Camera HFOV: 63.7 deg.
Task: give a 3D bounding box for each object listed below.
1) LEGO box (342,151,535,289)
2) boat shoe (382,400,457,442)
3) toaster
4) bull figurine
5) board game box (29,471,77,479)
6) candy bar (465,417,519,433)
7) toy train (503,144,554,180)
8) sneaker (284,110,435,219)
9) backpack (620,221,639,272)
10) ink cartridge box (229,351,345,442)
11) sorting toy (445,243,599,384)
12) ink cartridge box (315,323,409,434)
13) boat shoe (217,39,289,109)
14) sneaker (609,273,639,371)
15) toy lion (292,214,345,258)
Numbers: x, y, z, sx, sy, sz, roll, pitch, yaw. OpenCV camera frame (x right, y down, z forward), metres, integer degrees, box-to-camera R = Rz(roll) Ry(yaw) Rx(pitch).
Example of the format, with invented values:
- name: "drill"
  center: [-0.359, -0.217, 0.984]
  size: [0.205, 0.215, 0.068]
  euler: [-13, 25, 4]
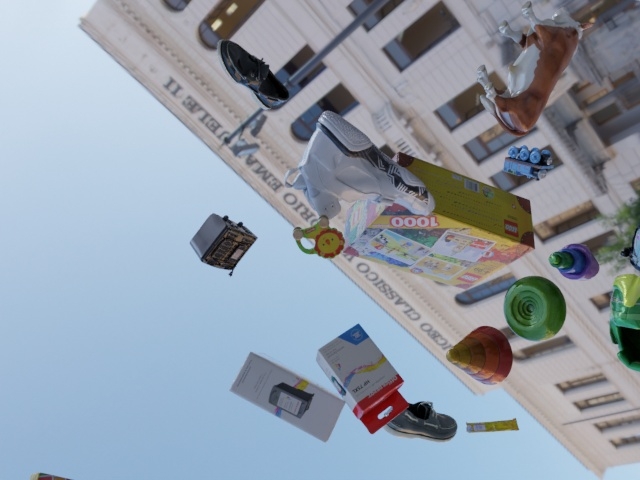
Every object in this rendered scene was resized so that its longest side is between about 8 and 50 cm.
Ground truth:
- name: "LEGO box"
  center: [0.379, -0.045, 1.715]
  size: [0.500, 0.372, 0.193]
  euler: [17, -122, -15]
- name: "boat shoe"
  center: [0.332, 0.565, 1.633]
  size: [0.320, 0.099, 0.116]
  euler: [16, -171, -33]
- name: "toaster"
  center: [-0.334, 0.012, 1.767]
  size: [0.110, 0.185, 0.168]
  euler: [46, -168, 34]
- name: "bull figurine"
  center: [0.456, -0.385, 1.107]
  size: [0.188, 0.101, 0.310]
  euler: [24, -92, -22]
- name: "board game box"
  center: [-0.530, 0.593, 0.981]
  size: [0.124, 0.039, 0.259]
  euler: [44, -143, -43]
- name: "candy bar"
  center: [0.537, 0.584, 1.620]
  size: [0.018, 0.162, 0.040]
  euler: [-19, -84, -68]
- name: "toy train"
  center: [0.734, -0.275, 1.821]
  size: [0.080, 0.184, 0.105]
  euler: [-10, -66, -26]
- name: "sneaker"
  center: [0.093, -0.123, 1.228]
  size: [0.366, 0.210, 0.137]
  euler: [34, -169, -24]
- name: "backpack"
  center: [0.767, -0.007, 1.130]
  size: [0.115, 0.152, 0.182]
  euler: [59, 180, 38]
- name: "ink cartridge box"
  center: [-0.085, 0.450, 1.506]
  size: [0.306, 0.226, 0.131]
  euler: [25, -101, 9]
- name: "sorting toy"
  center: [0.357, 0.143, 0.975]
  size: [0.126, 0.365, 0.127]
  euler: [7, -140, -35]
- name: "ink cartridge box"
  center: [0.108, 0.339, 1.272]
  size: [0.134, 0.078, 0.231]
  euler: [-30, -115, -23]
- name: "boat shoe"
  center: [-0.210, -0.552, 1.716]
  size: [0.340, 0.113, 0.127]
  euler: [44, -129, -56]
- name: "sneaker"
  center: [0.548, 0.177, 0.872]
  size: [0.295, 0.109, 0.123]
  euler: [48, -116, -30]
- name: "toy lion"
  center: [0.000, 0.000, 1.125]
  size: [0.034, 0.100, 0.096]
  euler: [-104, -10, -75]
